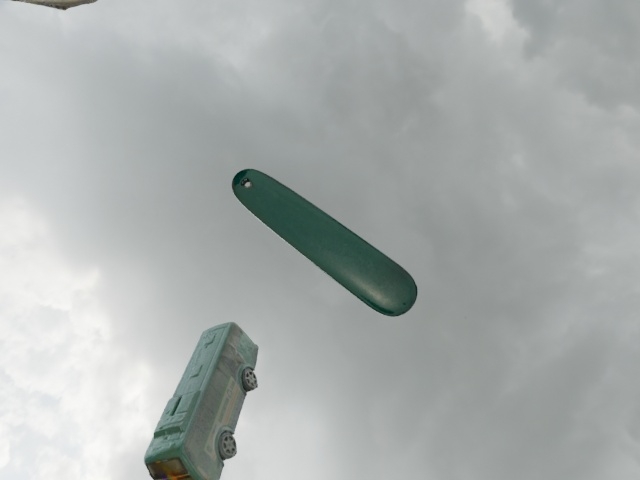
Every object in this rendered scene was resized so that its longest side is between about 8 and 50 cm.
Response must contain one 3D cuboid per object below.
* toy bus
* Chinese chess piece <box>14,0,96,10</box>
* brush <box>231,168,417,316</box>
[{"bbox_3d":[-0.166,0.243,0.729,0.091,0.261,0.109,-23,-63,20],"label":"toy bus"},{"bbox_3d":[-0.270,-0.290,0.360,0.257,0.257,0.104,29,-55,-18],"label":"Chinese chess piece"},{"bbox_3d":[0.000,0.000,0.426,0.193,0.032,0.043,36,-98,15],"label":"brush"}]
